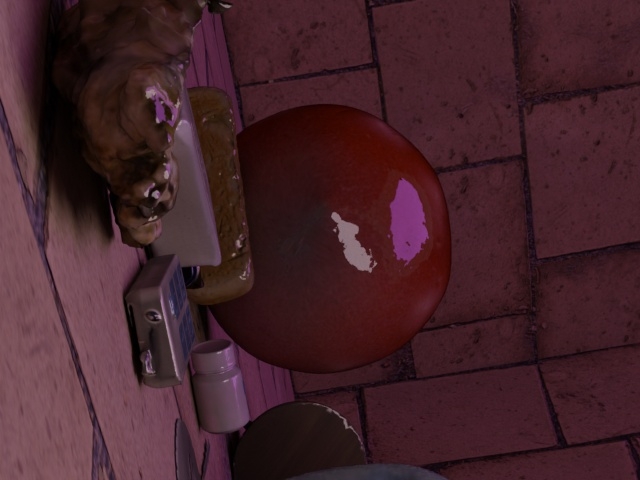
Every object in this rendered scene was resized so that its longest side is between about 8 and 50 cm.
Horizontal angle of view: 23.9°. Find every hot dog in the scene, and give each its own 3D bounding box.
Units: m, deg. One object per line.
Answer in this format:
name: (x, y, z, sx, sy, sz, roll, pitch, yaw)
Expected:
hot dog: (-0.121, -0.045, 1.617, 0.073, 0.084, 0.243, 91, -10, -71)

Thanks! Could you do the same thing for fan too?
fan: (-0.112, 0.243, 1.447, 0.329, 0.009, 0.191, -94, 175, -81)

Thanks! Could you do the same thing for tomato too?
tomato: (0.000, 0.000, 1.756, 0.321, 0.321, 0.322, -9, 90, -90)

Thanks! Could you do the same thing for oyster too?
oyster: (-0.135, -0.101, 1.035, 0.354, 0.107, 0.201, 175, -74, -78)

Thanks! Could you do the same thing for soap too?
soap: (-0.136, -0.071, 1.335, 0.183, 0.063, 0.121, 81, -3, -48)

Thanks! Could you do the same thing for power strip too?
power strip: (-0.130, 0.064, 1.242, 0.192, 0.035, 0.081, -102, -177, -82)

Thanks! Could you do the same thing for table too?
table: (-0.041, 0.277, 1.957, 0.226, 0.167, 0.167, -174, -105, -81)

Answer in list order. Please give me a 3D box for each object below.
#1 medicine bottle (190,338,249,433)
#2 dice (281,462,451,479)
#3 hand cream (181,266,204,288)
medicine bottle: (-0.104, 0.149, 1.551, 0.052, 0.052, 0.089, -98, 178, -75)
dice: (0.043, 0.392, 1.443, 0.268, 0.264, 0.263, -97, 179, -55)
hand cream: (-0.135, 0.022, 1.467, 0.163, 0.039, 0.062, -119, -176, -85)
